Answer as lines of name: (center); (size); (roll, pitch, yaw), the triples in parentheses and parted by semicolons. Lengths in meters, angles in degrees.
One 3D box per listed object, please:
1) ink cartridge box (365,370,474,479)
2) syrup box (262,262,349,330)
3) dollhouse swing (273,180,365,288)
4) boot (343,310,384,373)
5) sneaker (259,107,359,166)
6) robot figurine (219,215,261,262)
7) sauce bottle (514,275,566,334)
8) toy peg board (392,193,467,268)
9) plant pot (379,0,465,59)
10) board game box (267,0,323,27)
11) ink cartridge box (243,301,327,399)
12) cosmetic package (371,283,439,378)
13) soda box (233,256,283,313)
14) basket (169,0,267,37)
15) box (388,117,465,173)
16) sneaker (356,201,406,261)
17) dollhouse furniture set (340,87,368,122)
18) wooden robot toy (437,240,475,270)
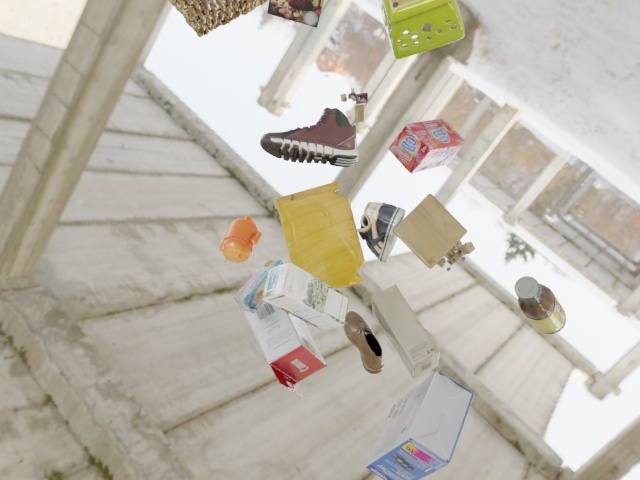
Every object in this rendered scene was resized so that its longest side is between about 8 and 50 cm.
ink cartridge box: (0.302, 0.627, 1.898); (0.151, 0.395, 0.270); (35, -130, 1)
syrup box: (-0.038, 0.158, 1.614); (0.237, 0.096, 0.093); (31, -124, -31)
dollhouse swing: (0.000, 0.000, 2.089); (0.305, 0.315, 0.347); (-7, -97, -78)
boot: (0.176, 0.373, 2.316); (0.112, 0.115, 0.305); (-12, -138, -17)
sneaker: (-0.027, -0.307, 1.658); (0.281, 0.162, 0.106); (8, 163, -12)
robot figurine: (-0.327, -0.001, 2.384); (0.158, 0.128, 0.219); (16, -130, -1)
sauce bottle: (0.674, 0.199, 1.798); (0.111, 0.111, 0.344); (52, -170, 36)
toy peg board: (0.319, -0.025, 1.745); (0.161, 0.160, 0.079); (45, 173, -1)
plant pot: (0.289, -0.716, 1.744); (0.207, 0.228, 0.227); (43, -147, -66)
board game box: (-0.058, -0.784, 1.758); (0.165, 0.243, 0.042); (14, -140, -4)
ink cartridge box: (-0.096, 0.360, 1.949); (0.272, 0.130, 0.309); (60, -178, 28)
cosmetic package: (0.311, 0.337, 2.168); (0.309, 0.113, 0.160); (61, 172, 31)
soda box: (-0.184, 0.136, 1.815); (0.063, 0.183, 0.058); (12, 142, 40)
basket: (-0.202, -0.535, 1.040); (0.223, 0.213, 0.299); (63, -178, -6)
box: (0.375, -0.333, 2.041); (0.257, 0.122, 0.128); (-19, -116, -46)
sneaker: (0.191, -0.036, 1.877); (0.127, 0.126, 0.321); (23, 157, 10)
dollhouse furniture set: (0.105, -0.460, 1.991); (0.091, 0.114, 0.081); (-12, -140, -11)
wooden robot toy: (0.417, 0.027, 1.782); (0.079, 0.173, 0.076); (-36, -97, -28)
